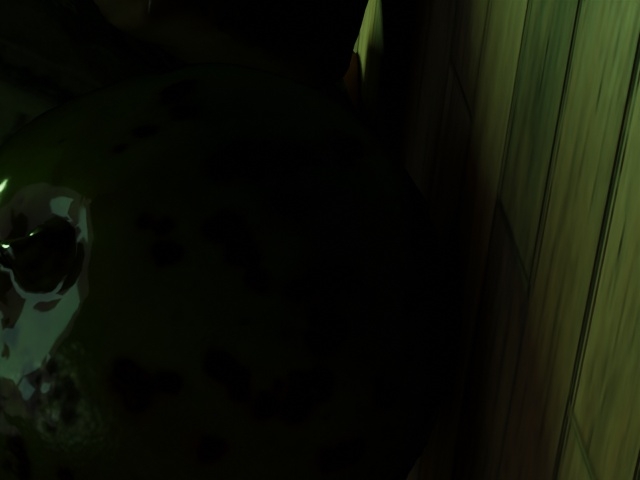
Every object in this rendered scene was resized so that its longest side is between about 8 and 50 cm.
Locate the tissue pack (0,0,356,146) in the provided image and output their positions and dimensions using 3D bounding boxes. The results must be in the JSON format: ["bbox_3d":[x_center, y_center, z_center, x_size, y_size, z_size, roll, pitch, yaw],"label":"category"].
[{"bbox_3d":[-0.128,-0.093,0.824,0.103,0.316,0.228,-51,31,26],"label":"tissue pack"}]

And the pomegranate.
[{"bbox_3d":[-0.038,0.041,0.648,0.263,0.211,0.211,28,-120,-57],"label":"pomegranate"}]

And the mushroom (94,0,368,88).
[{"bbox_3d":[-0.031,-0.275,0.818,0.313,0.224,0.397,-59,34,34],"label":"mushroom"}]

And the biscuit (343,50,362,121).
[{"bbox_3d":[-0.001,0.000,0.988,0.192,0.036,0.186,-91,6,-47],"label":"biscuit"}]
